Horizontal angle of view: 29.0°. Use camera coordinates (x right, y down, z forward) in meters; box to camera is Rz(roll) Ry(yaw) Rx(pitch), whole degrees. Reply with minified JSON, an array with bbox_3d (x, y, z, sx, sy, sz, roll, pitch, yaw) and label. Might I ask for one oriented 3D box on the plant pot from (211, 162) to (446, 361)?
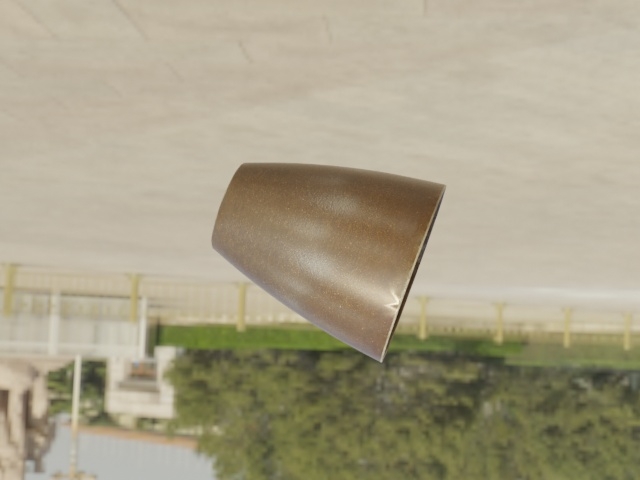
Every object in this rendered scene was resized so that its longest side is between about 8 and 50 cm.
[{"bbox_3d":[0.000,0.000,1.424,0.230,0.215,0.215,20,176,6],"label":"plant pot"}]
